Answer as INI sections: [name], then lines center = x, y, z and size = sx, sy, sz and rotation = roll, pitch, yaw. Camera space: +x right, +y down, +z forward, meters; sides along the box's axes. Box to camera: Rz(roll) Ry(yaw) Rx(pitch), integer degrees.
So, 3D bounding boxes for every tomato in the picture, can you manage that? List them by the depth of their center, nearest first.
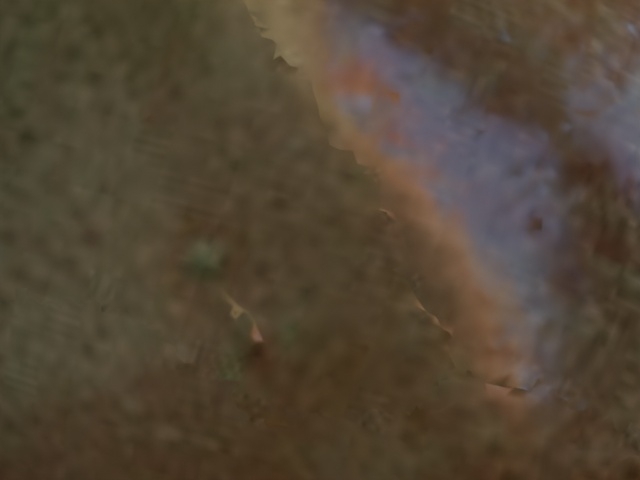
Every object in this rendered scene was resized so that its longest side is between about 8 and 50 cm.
[tomato]
center = 0.000, 0.000, 0.459
size = 0.239, 0.303, 0.303
rotation = -8, 85, -64
